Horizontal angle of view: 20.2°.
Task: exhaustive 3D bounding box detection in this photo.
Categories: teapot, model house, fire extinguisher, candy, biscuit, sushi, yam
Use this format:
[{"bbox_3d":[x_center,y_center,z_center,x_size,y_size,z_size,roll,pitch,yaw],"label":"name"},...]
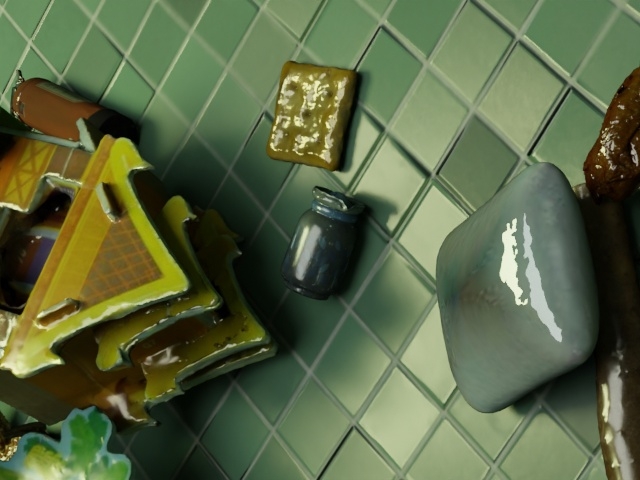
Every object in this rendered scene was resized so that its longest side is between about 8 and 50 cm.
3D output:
[{"bbox_3d":[0.004,0.002,1.403,0.049,0.063,0.083,23,98,11],"label":"teapot"},{"bbox_3d":[-0.217,0.078,1.419,0.312,0.242,0.358,13,71,37],"label":"model house"},{"bbox_3d":[-0.236,-0.112,1.643,0.177,0.050,0.062,26,133,44],"label":"fire extinguisher"},{"bbox_3d":[0.129,0.035,1.222,0.174,0.071,0.138,135,130,-65],"label":"candy"},{"bbox_3d":[-0.008,-0.100,1.443,0.081,0.018,0.083,15,94,43],"label":"biscuit"},{"bbox_3d":[0.214,-0.078,1.199,0.118,0.060,0.061,-44,87,-5],"label":"sushi"},{"bbox_3d":[0.205,0.121,1.189,0.045,0.045,0.327,-13,74,20],"label":"yam"}]

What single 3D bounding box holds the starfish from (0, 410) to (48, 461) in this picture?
[{"bbox_3d":[-0.299,0.238,1.628,0.146,0.074,0.190,24,101,42],"label":"starfish"}]
